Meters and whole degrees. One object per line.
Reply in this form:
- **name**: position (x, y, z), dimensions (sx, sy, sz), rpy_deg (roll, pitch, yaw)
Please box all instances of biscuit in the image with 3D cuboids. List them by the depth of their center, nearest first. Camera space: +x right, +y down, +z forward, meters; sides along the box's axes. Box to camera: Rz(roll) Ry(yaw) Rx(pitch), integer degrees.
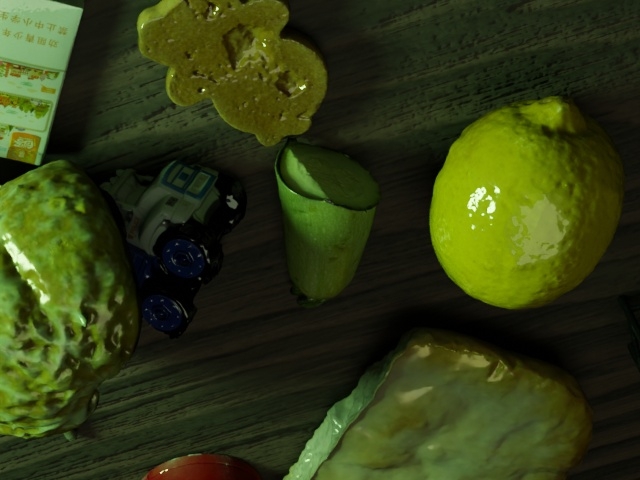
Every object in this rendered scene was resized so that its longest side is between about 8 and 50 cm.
- **biscuit**: position (-0.090, -0.208, 1.275), dimensions (0.184, 0.035, 0.249), rpy_deg (-39, 126, 24)
- **biscuit**: position (0.203, 0.302, 1.723), dimensions (0.446, 0.104, 0.429), rpy_deg (12, 128, -16)

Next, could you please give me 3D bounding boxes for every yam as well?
- **yam**: position (-0.385, 0.257, 1.638), dimensions (0.021, 0.021, 0.116), rpy_deg (-14, 130, 3)

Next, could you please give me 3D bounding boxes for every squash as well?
- **squash**: position (0.016, 0.003, 1.429), dimensions (0.137, 0.137, 0.288), rpy_deg (-7, 137, -4)

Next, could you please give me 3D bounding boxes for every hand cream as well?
- **hand cream**: position (-0.189, 0.463, 1.767), dimensions (0.230, 0.149, 0.230), rpy_deg (-3, 129, -4)

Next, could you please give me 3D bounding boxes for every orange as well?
- **orange**: position (-0.358, 0.088, 1.301), dimensions (0.210, 0.271, 0.369), rpy_deg (-11, 145, -46)

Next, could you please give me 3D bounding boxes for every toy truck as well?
- **toy truck**: position (-0.205, -0.003, 1.377), dimensions (0.177, 0.161, 0.213), rpy_deg (26, 125, 0)

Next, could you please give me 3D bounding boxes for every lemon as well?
- **lemon**: position (0.250, -0.046, 1.348), dimensions (0.233, 0.233, 0.288), rpy_deg (9, 121, -17)

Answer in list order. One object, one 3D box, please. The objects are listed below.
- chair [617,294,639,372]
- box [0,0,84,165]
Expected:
- **chair**: position (0.539, 0.186, 1.573), dimensions (0.154, 0.260, 0.141), rpy_deg (-19, 131, 7)
- **box**: position (-0.350, -0.189, 1.251), dimensions (0.122, 0.032, 0.220), rpy_deg (12, 127, -19)
